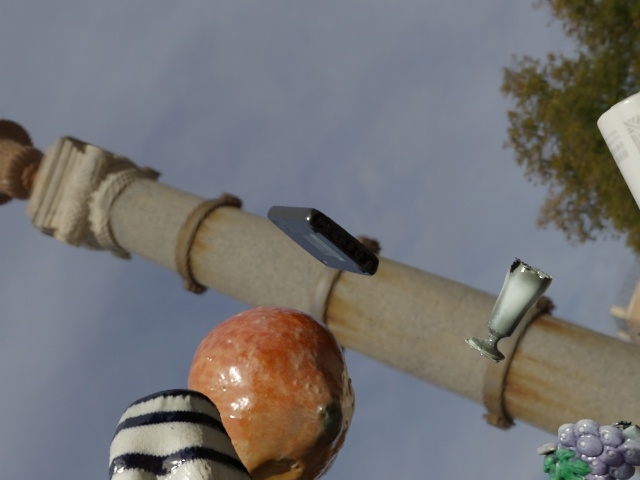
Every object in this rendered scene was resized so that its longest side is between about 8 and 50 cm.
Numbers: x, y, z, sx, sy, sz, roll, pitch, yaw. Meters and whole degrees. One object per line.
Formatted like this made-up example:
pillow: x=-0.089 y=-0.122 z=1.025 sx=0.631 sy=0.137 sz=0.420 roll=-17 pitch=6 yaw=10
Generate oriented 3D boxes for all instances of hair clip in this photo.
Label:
hair clip: x=0.427 y=0.333 z=1.524 sx=0.195 sy=0.124 sz=0.052 roll=-43 pitch=-6 yaw=39

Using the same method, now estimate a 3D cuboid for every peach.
peach: x=-0.045 y=0.184 z=1.079 sx=0.232 sy=0.232 sz=0.232 roll=-29 pitch=-52 yaw=-45

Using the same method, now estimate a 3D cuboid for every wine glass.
wine glass: x=0.294 y=0.109 z=1.504 sx=0.072 sy=0.072 sz=0.155 roll=11 pitch=-70 yaw=-56

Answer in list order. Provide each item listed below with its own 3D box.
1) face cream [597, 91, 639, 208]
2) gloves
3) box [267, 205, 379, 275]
face cream: x=0.410 y=0.004 z=1.015 sx=0.102 sy=0.102 sz=0.345 roll=-5 pitch=-112 yaw=-54
gloves: x=-0.115 y=0.243 z=0.827 sx=0.131 sy=0.218 sz=0.140 roll=-16 pitch=-40 yaw=-10
box: x=0.000 y=0.000 z=1.226 sx=0.126 sy=0.125 sz=0.027 roll=38 pitch=-105 yaw=-27
